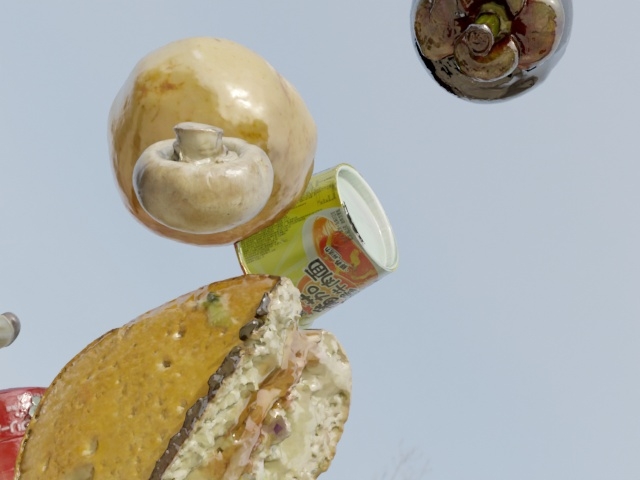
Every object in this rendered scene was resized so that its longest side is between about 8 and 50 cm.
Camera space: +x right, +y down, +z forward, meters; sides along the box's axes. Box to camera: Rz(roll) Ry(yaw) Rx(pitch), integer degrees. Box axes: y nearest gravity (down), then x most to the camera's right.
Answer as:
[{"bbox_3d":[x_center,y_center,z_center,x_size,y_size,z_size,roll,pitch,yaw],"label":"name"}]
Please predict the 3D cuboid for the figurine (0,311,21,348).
[{"bbox_3d":[-0.661,0.170,1.788,0.248,0.381,0.203,35,-70,16],"label":"figurine"}]

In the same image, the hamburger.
[{"bbox_3d":[-0.174,0.240,1.235,0.287,0.445,0.268,19,-19,42],"label":"hamburger"}]

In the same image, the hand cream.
[{"bbox_3d":[-0.465,0.324,1.653,0.230,0.230,0.149,-57,-134,51],"label":"hand cream"}]

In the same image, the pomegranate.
[{"bbox_3d":[-0.165,-0.161,1.694,0.343,0.342,0.342,19,-41,17],"label":"pomegranate"}]

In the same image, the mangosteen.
[{"bbox_3d":[0.207,-0.267,1.341,0.212,0.250,0.211,3,-75,11],"label":"mangosteen"}]

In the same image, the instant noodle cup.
[{"bbox_3d":[0.000,0.000,1.877,0.200,0.264,0.264,-27,-65,20],"label":"instant noodle cup"}]

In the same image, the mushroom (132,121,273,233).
[{"bbox_3d":[-0.137,-0.077,1.293,0.166,0.166,0.127,15,-70,21],"label":"mushroom"}]
